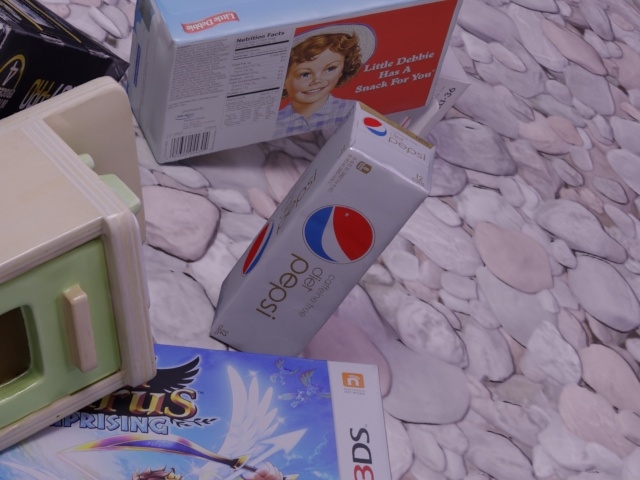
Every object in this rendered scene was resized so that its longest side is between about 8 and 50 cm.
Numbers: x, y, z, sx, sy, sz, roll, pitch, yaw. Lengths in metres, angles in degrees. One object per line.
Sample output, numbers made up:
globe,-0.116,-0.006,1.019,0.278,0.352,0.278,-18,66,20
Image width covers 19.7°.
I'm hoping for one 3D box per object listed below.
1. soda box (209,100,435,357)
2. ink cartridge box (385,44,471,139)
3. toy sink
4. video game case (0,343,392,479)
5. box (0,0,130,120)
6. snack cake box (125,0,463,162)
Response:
soda box,0.000,0.000,1.410,0.074,0.216,0.069,29,35,-13
ink cartridge box,0.066,-0.156,1.742,0.067,0.115,0.198,7,46,-38
toy sink,-0.188,0.025,1.170,0.234,0.152,0.131,-27,48,-25
video game case,-0.085,0.173,1.201,0.270,0.061,0.244,6,41,-11
box,-0.349,-0.213,1.303,0.395,0.097,0.318,35,7,5
snack cake box,-0.024,-0.169,1.563,0.264,0.152,0.089,-13,55,-21
